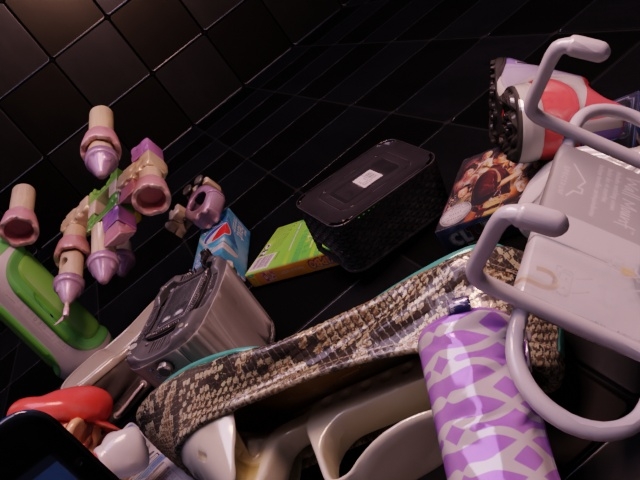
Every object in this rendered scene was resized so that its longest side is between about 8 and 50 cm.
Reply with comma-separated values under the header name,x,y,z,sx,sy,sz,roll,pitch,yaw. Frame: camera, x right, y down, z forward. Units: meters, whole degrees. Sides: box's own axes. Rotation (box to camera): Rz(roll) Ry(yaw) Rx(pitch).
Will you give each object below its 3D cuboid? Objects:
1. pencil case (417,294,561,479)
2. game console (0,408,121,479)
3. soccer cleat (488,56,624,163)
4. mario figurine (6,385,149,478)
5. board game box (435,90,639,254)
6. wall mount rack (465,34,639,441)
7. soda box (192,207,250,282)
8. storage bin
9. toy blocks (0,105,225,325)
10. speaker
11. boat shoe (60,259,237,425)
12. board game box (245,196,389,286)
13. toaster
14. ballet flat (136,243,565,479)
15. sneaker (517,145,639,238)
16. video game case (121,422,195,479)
name,x,y,z,sx,sy,sz,roll,pitch,yaw
pencil case,0.127,0.145,0.522,0.088,0.086,0.206,-13,56,8
game console,-0.192,0.312,0.492,0.173,0.293,0.250,-32,22,15
soccer cleat,0.267,-0.161,0.907,0.116,0.109,0.318,-2,18,7
mario figurine,-0.295,0.313,0.852,0.198,0.170,0.320,4,45,6
board game box,0.267,-0.079,0.907,0.243,0.042,0.165,-21,26,37
wall mount rack,0.279,-0.009,0.546,0.130,0.304,0.350,105,-170,-52
soda box,-0.178,0.020,1.371,0.067,0.071,0.210,-34,21,11
storage bin,0.074,-0.052,1.042,0.180,0.084,0.122,-36,33,-15
toy blocks,-0.354,-0.015,1.319,0.288,0.309,0.260,-40,38,17
speaker,-0.513,0.127,1.373,0.131,0.296,0.131,-32,22,15
boat shoe,-0.254,0.163,1.203,0.335,0.095,0.112,-40,23,-20
board game box,0.000,0.000,1.182,0.259,0.039,0.124,-20,28,43
toaster,-0.148,0.127,1.002,0.129,0.146,0.227,-28,24,22
ballet flat,0.000,0.163,0.710,0.482,0.164,0.182,-26,39,22
sneaker,0.290,-0.038,0.729,0.232,0.090,0.115,-21,30,38
video game case,-0.287,0.378,0.867,0.329,0.036,0.300,-47,23,-19
